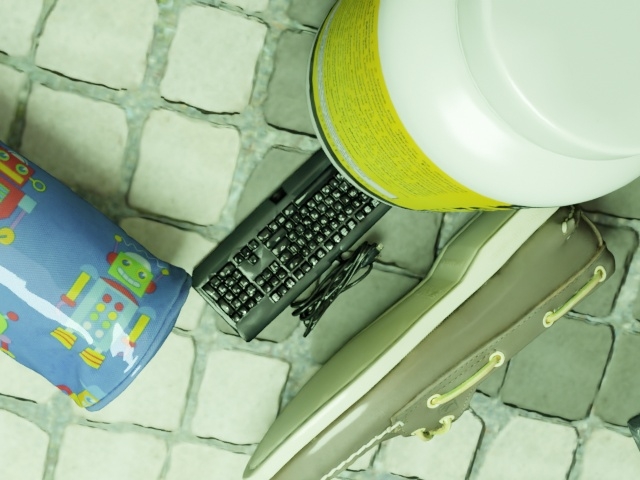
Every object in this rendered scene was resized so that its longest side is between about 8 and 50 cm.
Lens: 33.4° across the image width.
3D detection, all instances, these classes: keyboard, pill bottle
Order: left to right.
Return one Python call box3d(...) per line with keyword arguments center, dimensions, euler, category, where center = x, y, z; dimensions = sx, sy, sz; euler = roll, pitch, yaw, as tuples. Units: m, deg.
box3d(center=(0.000, 0.000, 0.812), dimensions=(0.192, 0.038, 0.100), euler=(-44, 102, 2), category="keyboard")
box3d(center=(0.109, -0.111, 0.647), dimensions=(0.188, 0.334, 0.188), euler=(0, 91, -11), category="pill bottle")

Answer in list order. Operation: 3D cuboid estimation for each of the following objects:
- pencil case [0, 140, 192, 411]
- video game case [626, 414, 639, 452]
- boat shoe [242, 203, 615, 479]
box3d(center=(-0.242, -0.006, 0.735), dimensions=(0.306, 0.119, 0.133), euler=(36, 136, -12), category="pencil case")
box3d(center=(0.401, 0.227, 0.913), dimensions=(0.196, 0.026, 0.274), euler=(-28, 103, -3), category="video game case")
box3d(center=(0.083, 0.090, 0.801), dimensions=(0.324, 0.116, 0.097), euler=(-44, 99, -5), category="boat shoe")
